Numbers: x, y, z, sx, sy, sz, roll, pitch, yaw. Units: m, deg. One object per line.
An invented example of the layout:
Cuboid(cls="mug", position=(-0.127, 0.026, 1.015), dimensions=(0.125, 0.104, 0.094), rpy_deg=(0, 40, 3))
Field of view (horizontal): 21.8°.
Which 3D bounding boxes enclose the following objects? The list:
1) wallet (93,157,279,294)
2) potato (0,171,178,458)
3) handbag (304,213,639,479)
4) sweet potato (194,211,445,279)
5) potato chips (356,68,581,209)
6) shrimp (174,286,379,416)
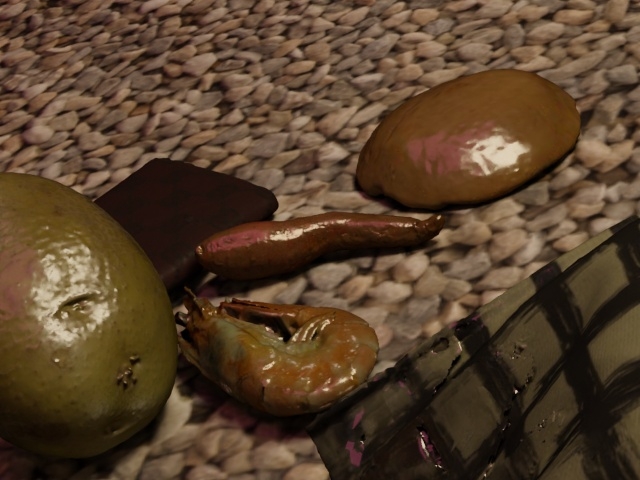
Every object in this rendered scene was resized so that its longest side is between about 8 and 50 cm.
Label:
Cuboid(cls="wallet", position=(-0.167, 0.003, 1.495), dimensions=(0.182, 0.049, 0.229), rpy_deg=(13, 41, 40))
Cuboid(cls="potato", position=(-0.215, 0.048, 1.293), dimensions=(0.159, 0.174, 0.251), rpy_deg=(-48, 59, 23))
Cuboid(cls="handbag", position=(0.161, 0.142, 0.962), dimensions=(0.327, 0.162, 0.325), rpy_deg=(-33, 25, 13))
Cuboid(cls="sweet potato", position=(0.000, 0.000, 1.419), dimensions=(0.214, 0.050, 0.050), rpy_deg=(-9, 31, 2))
Cuboid(cls="potato chips", position=(0.130, -0.104, 1.506), dimensions=(0.208, 0.062, 0.195), rpy_deg=(-9, 34, 9))
Cuboid(cls="shrimp", position=(-0.038, 0.081, 1.305), dimensions=(0.115, 0.051, 0.217), rpy_deg=(-29, 32, -31))
